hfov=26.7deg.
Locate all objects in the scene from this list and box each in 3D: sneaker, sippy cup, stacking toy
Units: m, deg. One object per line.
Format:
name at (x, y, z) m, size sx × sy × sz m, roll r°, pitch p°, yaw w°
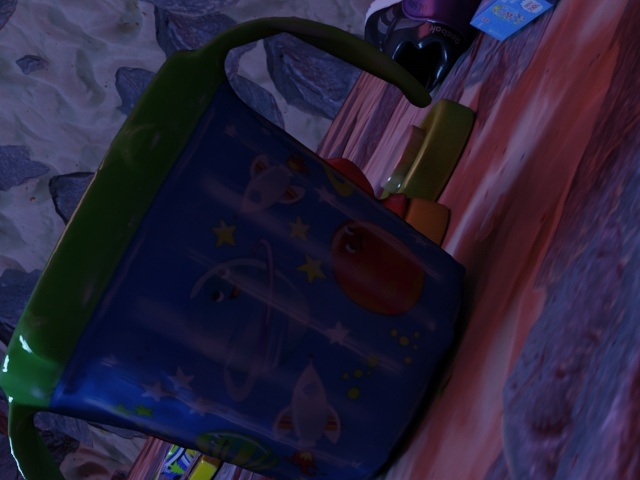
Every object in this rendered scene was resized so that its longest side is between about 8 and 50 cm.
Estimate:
sneaker at (0.097, -0.216, 1.530) m, size 0.283 × 0.107 × 0.124 m, roll 133°, pitch 158°, yaw -72°
sippy cup at (-0.043, 0.038, 0.824) m, size 0.305 × 0.224 × 0.240 m, roll -58°, pitch 6°, yaw 38°
stacking toy at (0.000, 0.000, 1.148) m, size 0.309 × 0.130 × 0.280 m, roll -56°, pitch 8°, yaw 46°

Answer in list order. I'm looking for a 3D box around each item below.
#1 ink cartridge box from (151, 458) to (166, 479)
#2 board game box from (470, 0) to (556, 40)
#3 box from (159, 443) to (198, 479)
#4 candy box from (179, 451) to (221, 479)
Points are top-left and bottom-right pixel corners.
ink cartridge box at (-0.176, 0.355, 1.207) m, size 0.255 × 0.097 × 0.189 m, roll -58°, pitch 5°, yaw 23°
board game box at (0.203, -0.277, 1.114) m, size 0.212 × 0.039 × 0.160 m, roll -63°, pitch 5°, yaw -4°
box at (-0.156, 0.248, 1.824) m, size 0.169 × 0.054 × 0.059 m, roll -60°, pitch 6°, yaw 19°
candy box at (-0.162, 0.306, 1.726) m, size 0.206 × 0.027 × 0.105 m, roll -58°, pitch 3°, yaw 39°
